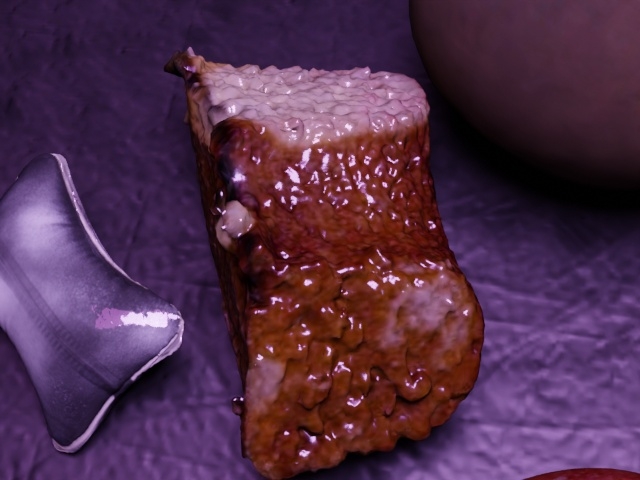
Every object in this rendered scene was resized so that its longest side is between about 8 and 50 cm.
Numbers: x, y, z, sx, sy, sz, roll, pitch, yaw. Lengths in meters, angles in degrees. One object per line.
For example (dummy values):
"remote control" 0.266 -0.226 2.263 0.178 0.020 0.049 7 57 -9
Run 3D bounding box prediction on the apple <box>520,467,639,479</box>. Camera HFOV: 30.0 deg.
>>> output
"apple" 0.094 0.191 0.436 0.201 0.162 0.201 3 58 -5

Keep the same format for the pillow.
"pillow" -0.131 0.028 0.593 0.091 0.055 0.136 -34 63 -9

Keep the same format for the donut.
"donut" -0.001 -0.002 0.571 0.126 0.144 0.186 -8 32 -5

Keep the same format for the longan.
"longan" 0.151 -0.112 0.567 0.212 0.198 0.198 -2 61 -15
